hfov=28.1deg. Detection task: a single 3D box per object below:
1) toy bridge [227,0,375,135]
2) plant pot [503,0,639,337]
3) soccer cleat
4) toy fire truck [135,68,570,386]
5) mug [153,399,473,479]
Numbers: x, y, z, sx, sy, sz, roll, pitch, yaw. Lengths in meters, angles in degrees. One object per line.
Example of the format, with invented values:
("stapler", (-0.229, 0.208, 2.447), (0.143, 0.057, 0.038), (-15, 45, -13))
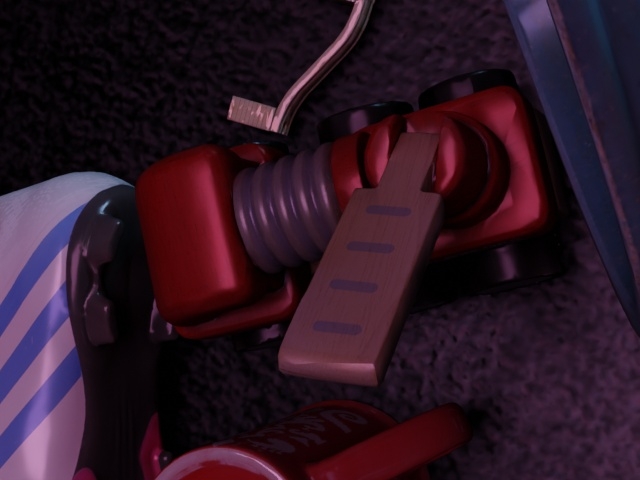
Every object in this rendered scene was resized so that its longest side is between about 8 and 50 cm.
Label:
("toy bridge", (0.002, -0.153, 0.759), (0.063, 0.026, 0.188), (19, 93, 18))
("plant pot", (0.217, -0.177, 0.459), (0.334, 0.341, 0.341), (-20, 80, 10))
("soccer cleat", (-0.161, 0.124, 0.771), (0.143, 0.116, 0.331), (4, 86, 37))
("toy fire truck", (0.000, 0.000, 0.632), (0.217, 0.246, 0.158), (-15, 81, 19))
("mug", (-0.009, 0.130, 0.669), (0.113, 0.169, 0.150), (32, 98, 20))
